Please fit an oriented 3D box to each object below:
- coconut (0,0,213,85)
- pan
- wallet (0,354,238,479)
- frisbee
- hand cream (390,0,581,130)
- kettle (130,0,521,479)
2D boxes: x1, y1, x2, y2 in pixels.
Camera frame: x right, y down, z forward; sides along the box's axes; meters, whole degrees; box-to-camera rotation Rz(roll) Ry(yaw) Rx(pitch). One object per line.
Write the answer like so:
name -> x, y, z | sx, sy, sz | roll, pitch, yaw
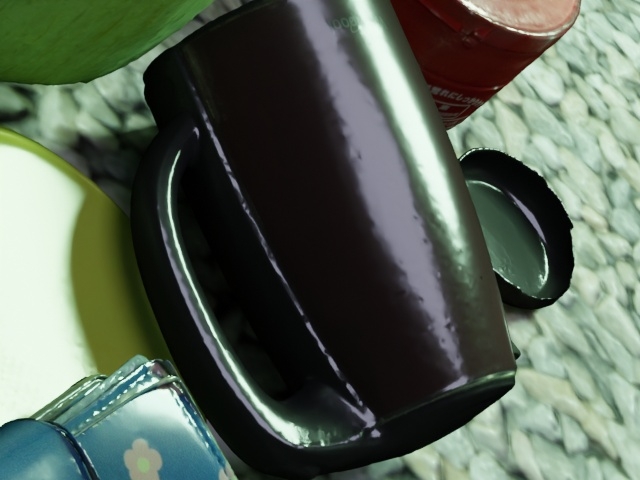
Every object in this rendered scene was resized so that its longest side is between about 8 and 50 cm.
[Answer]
coconut -> -0.132, -0.229, 0.677 | 0.328, 0.328, 0.281 | 45, 36, -5
pan -> 0.084, -0.028, 0.946 | 0.212, 0.040, 0.115 | 32, 42, -32
wallet -> -0.104, 0.141, 0.576 | 0.202, 0.059, 0.141 | -38, 100, -50
frisbee -> -0.137, 0.046, 0.667 | 0.236, 0.017, 0.236 | 30, 44, -35
hand cream -> 0.063, -0.174, 0.981 | 0.193, 0.125, 0.193 | 26, 44, -28
kettle -> 0.000, 0.000, 0.765 | 0.202, 0.144, 0.232 | -10, 70, -44
